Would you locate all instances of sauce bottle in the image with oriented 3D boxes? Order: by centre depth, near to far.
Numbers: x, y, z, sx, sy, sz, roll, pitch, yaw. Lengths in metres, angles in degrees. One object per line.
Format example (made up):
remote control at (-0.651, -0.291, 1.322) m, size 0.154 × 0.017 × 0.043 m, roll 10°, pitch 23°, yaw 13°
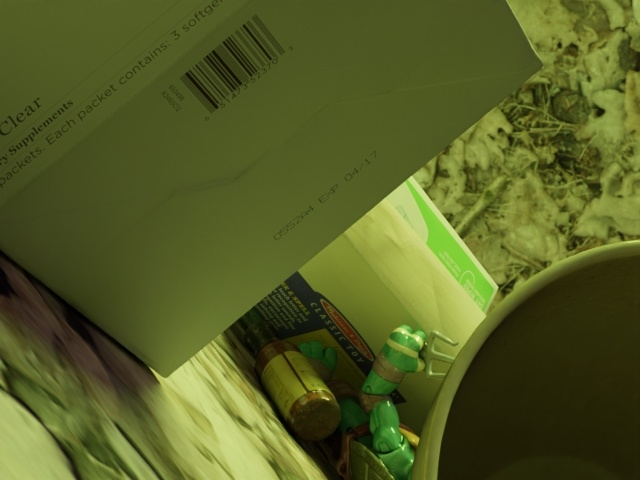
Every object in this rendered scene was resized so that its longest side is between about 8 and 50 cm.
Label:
sauce bottle at (-0.024, 0.101, 1.410) m, size 0.042 × 0.042 × 0.128 m, roll 49°, pitch 3°, yaw -34°

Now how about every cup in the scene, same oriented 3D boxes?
cup at (0.189, 0.194, 1.184) m, size 0.331 × 0.331 × 0.237 m, roll 50°, pitch -24°, yaw 7°

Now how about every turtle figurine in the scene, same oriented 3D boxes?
turtle figurine at (0.063, 0.149, 1.390) m, size 0.234 × 0.118 × 0.175 m, roll 19°, pitch -46°, yaw 59°

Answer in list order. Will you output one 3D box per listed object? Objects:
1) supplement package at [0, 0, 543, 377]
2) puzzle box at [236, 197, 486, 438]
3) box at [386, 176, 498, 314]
supplement package at (-0.055, -0.094, 0.946) m, size 0.145 × 0.262 × 0.204 m, roll 51°, pitch 1°, yaw 33°
puzzle box at (0.095, 0.143, 1.519) m, size 0.409 × 0.052 × 0.272 m, roll 50°, pitch -25°, yaw -10°
box at (0.000, 0.000, 1.770) m, size 0.231 × 0.127 × 0.262 m, roll 16°, pitch -23°, yaw 42°
